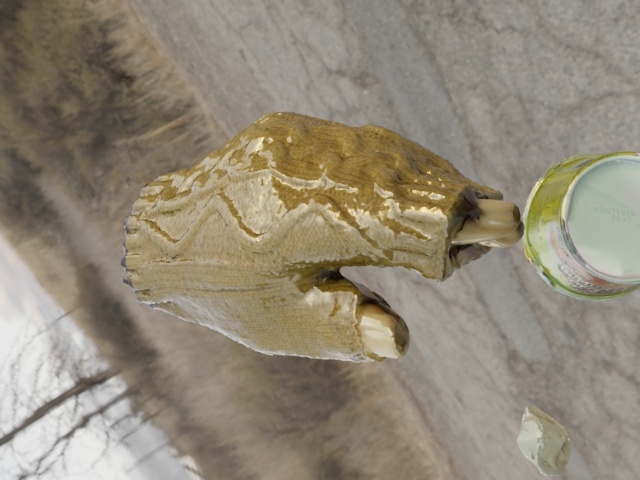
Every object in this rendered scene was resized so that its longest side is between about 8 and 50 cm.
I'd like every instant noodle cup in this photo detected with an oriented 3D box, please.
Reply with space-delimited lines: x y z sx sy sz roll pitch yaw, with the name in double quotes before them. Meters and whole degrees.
"instant noodle cup" 0.474 -0.030 1.404 0.264 0.264 0.200 57 180 5

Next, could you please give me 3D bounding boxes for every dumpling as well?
"dumpling" 0.259 0.233 0.999 0.057 0.052 0.076 37 -174 -26

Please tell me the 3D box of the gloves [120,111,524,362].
"gloves" -0.013 -0.008 0.699 0.357 0.203 0.155 -1 147 28
